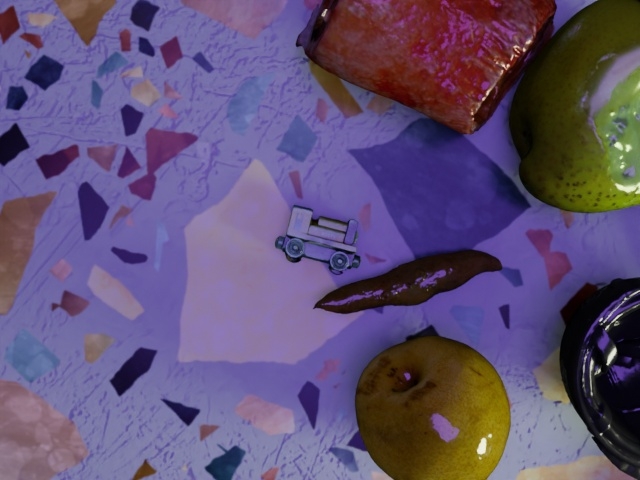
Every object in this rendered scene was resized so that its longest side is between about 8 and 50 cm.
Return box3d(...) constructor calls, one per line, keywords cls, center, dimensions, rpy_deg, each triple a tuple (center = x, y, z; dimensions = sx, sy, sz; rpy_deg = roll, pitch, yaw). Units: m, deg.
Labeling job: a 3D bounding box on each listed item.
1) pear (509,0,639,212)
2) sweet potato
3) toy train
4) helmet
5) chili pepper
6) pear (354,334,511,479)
box3d(cls="pear", center=(0.377, -0.155, 1.072), dimensions=(0.292, 0.159, 0.293), rpy_deg=(-1, 102, -5))
box3d(cls="sweet potato", center=(0.121, 0.061, 1.131), dimensions=(0.273, 0.067, 0.067), rpy_deg=(-16, 92, -5))
box3d(cls="toy train", center=(0.000, 0.000, 1.134), dimensions=(0.122, 0.050, 0.081), rpy_deg=(13, 84, -1))
box3d(cls="helmet", center=(0.434, 0.172, 1.101), dimensions=(0.230, 0.160, 0.279), rpy_deg=(-22, 105, -2))
box3d(cls="chili pepper", center=(0.147, -0.285, 1.043), dimensions=(0.305, 0.229, 0.251), rpy_deg=(29, 63, -2))
box3d(cls="pear", center=(0.151, 0.235, 1.070), dimensions=(0.208, 0.209, 0.209), rpy_deg=(0, 92, -2))
